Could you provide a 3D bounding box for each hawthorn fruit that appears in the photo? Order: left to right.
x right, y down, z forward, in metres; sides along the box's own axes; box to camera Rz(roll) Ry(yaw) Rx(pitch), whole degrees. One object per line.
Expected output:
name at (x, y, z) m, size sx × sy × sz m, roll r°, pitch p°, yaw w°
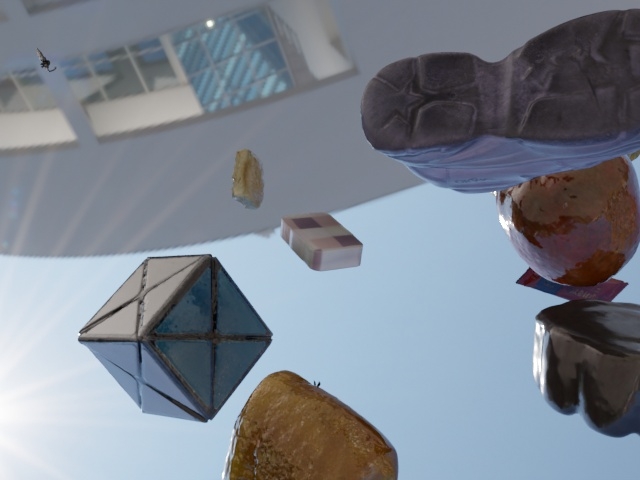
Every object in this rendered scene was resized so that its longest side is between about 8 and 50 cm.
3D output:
hawthorn fruit at (0.390, -0.030, 1.358) m, size 0.210 × 0.262 × 0.210 m, roll -28°, pitch -149°, yaw 19°

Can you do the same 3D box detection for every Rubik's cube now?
Rubik's cube at (-0.297, 0.202, 1.879) m, size 0.255 × 0.259 × 0.260 m, roll -5°, pitch -140°, yaw 48°

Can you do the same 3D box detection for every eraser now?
eraser at (0.000, 0.000, 1.019) m, size 0.065 × 0.026 × 0.105 m, roll -4°, pitch -155°, yaw -26°

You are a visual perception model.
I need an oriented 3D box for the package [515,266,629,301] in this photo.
package at (0.464, 0.079, 1.667) m, size 0.200 × 0.083 × 0.022 m, roll 18°, pitch -147°, yaw -17°

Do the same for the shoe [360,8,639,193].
shoe at (0.163, -0.086, 0.653) m, size 0.245 × 0.137 × 0.095 m, roll -6°, pitch -107°, yaw 25°

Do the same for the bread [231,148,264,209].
bread at (-0.110, -0.093, 1.363) m, size 0.035 × 0.070 × 0.083 m, roll 2°, pitch -100°, yaw 18°

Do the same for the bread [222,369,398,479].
bread at (-0.035, 0.403, 1.474) m, size 0.148 × 0.328 × 0.337 m, roll -12°, pitch -147°, yaw -42°

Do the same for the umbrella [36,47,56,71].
umbrella at (-0.552, -0.358, 1.794) m, size 0.022 × 0.022 × 0.149 m, roll -30°, pitch -142°, yaw -16°

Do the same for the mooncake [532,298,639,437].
mooncake at (0.481, 0.202, 1.430) m, size 0.306 × 0.154 × 0.306 m, roll 5°, pitch -169°, yaw -1°

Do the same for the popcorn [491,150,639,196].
popcorn at (0.522, -0.257, 1.993) m, size 0.390 × 0.344 × 0.354 m, roll -29°, pitch 173°, yaw -25°
